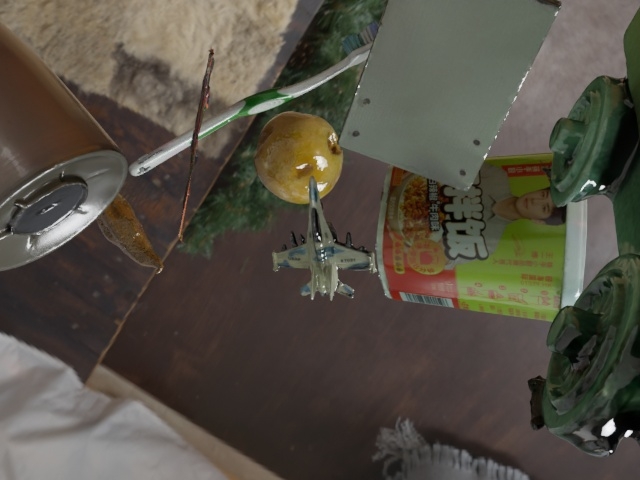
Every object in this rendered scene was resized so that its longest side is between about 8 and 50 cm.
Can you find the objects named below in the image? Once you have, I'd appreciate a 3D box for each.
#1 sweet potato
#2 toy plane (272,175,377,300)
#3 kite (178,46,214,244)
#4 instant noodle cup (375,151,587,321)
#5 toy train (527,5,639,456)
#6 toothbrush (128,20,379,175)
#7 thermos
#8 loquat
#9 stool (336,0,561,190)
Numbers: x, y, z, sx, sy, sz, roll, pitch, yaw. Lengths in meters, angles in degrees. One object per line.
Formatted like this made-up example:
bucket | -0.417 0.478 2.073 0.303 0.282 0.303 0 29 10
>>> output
sweet potato | -0.298 -0.023 1.241 0.060 0.068 0.206 -43 71 0
toy plane | 0.002 -0.006 1.466 0.192 0.088 0.262 2 118 11
kite | -0.151 -0.162 1.068 0.016 0.321 0.234 10 147 -12
instant noodle cup | 0.258 -0.008 1.322 0.307 0.294 0.294 2 116 15
toy train | 0.224 -0.041 0.413 0.160 0.397 0.253 22 127 0
toothbrush | -0.090 -0.193 1.186 0.417 0.042 0.040 -30 78 4
thermos | -0.225 -0.077 0.484 0.137 0.105 0.193 -40 81 -5
loquat | -0.057 -0.192 1.869 0.213 0.213 0.213 5 116 9
stool | 0.152 -0.245 0.960 0.170 0.244 0.270 19 136 0
